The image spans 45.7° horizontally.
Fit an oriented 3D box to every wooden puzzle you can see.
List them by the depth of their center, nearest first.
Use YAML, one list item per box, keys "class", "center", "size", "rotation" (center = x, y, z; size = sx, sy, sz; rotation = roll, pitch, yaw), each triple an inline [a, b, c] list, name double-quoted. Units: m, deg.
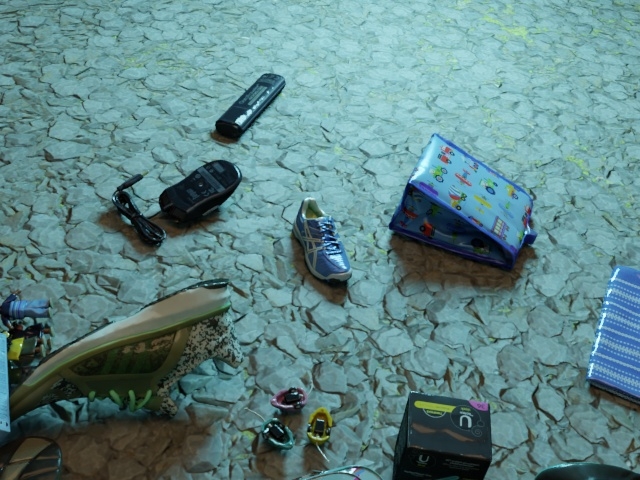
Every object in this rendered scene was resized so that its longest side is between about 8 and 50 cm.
- class: "wooden puzzle"
  center: [-0.025, 0.356, 1.128]
  size: [0.116, 0.078, 0.014]
  rotation: [-11, 72, -28]

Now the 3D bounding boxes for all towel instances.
- class: "towel"
  center: [0.646, 0.185, 1.426]
  size: [0.243, 0.040, 0.336]
  rotation: [20, 44, 15]

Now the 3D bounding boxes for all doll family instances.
- class: "doll family"
  center: [-0.514, 0.165, 1.277]
  size: [0.111, 0.076, 0.193]
  rotation: [-4, 38, -6]

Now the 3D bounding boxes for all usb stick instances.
- class: "usb stick"
  center: [-0.171, -0.341, 1.897]
  size: [0.077, 0.045, 0.278]
  rotation: [13, 42, 18]

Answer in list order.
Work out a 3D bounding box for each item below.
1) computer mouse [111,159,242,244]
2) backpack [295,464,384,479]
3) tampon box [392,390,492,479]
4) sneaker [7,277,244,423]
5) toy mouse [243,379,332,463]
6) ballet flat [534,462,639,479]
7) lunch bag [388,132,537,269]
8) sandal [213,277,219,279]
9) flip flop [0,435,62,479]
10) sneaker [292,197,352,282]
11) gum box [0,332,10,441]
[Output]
- class: "computer mouse"
  center: [-0.304, -0.099, 1.605]
  size: [0.184, 0.060, 0.262]
  rotation: [38, 62, 25]
- class: "backpack"
  center: [0.022, 0.393, 1.032]
  size: [0.188, 0.144, 0.166]
  rotation: [-12, 55, -28]
- class: "tampon box"
  center: [0.176, 0.317, 1.127]
  size: [0.121, 0.161, 0.101]
  rotation: [9, 42, 1]
- class: "sneaker"
  center: [-0.296, 0.212, 1.190]
  size: [0.410, 0.158, 0.182]
  rotation: [-26, 91, -13]
- class: "toy mouse"
  center: [-0.053, 0.289, 1.224]
  size: [0.143, 0.031, 0.161]
  rotation: [6, 42, -1]
- class: "ballet flat"
  center: [0.461, 0.389, 1.121]
  size: [0.281, 0.095, 0.096]
  rotation: [6, 12, 0]
- class: "lunch bag"
  center: [0.325, -0.072, 1.617]
  size: [0.293, 0.138, 0.221]
  rotation: [25, 42, 6]
- class: "sandal"
  center: [-0.200, 0.138, 1.356]
  size: [0.049, 0.072, 0.180]
  rotation: [29, 38, -8]
- class: "flip flop"
  center: [-0.422, 0.401, 1.028]
  size: [0.112, 0.080, 0.277]
  rotation: [5, 57, -8]
- class: "sneaker"
  center: [0.000, 0.000, 1.514]
  size: [0.080, 0.081, 0.211]
  rotation: [-14, 47, -24]
- class: "gum box"
  center: [-0.521, 0.249, 1.125]
  size: [0.041, 0.157, 0.184]
  rotation: [30, 24, -41]
